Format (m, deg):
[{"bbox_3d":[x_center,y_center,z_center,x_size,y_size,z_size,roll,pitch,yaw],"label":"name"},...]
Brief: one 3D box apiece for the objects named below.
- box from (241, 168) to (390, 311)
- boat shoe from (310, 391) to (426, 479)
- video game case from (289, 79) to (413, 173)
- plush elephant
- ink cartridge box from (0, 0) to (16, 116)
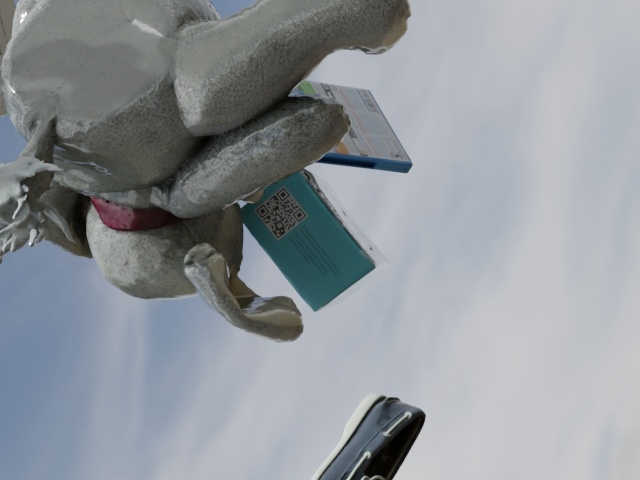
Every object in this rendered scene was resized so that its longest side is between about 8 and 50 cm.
[{"bbox_3d":[0.000,0.000,1.273,0.060,0.100,0.244,-38,-4,4],"label":"box"},{"bbox_3d":[0.046,0.299,1.867,0.254,0.079,0.095,-56,-36,-30],"label":"boat shoe"},{"bbox_3d":[0.000,-0.117,1.532,0.166,0.119,0.015,5,-48,-34],"label":"video game case"},{"bbox_3d":[-0.101,-0.065,1.089,0.330,0.272,0.255,-53,-26,-15],"label":"plush elephant"},{"bbox_3d":[-0.432,-0.143,1.463,0.289,0.211,0.121,-44,-54,-63],"label":"ink cartridge box"}]
